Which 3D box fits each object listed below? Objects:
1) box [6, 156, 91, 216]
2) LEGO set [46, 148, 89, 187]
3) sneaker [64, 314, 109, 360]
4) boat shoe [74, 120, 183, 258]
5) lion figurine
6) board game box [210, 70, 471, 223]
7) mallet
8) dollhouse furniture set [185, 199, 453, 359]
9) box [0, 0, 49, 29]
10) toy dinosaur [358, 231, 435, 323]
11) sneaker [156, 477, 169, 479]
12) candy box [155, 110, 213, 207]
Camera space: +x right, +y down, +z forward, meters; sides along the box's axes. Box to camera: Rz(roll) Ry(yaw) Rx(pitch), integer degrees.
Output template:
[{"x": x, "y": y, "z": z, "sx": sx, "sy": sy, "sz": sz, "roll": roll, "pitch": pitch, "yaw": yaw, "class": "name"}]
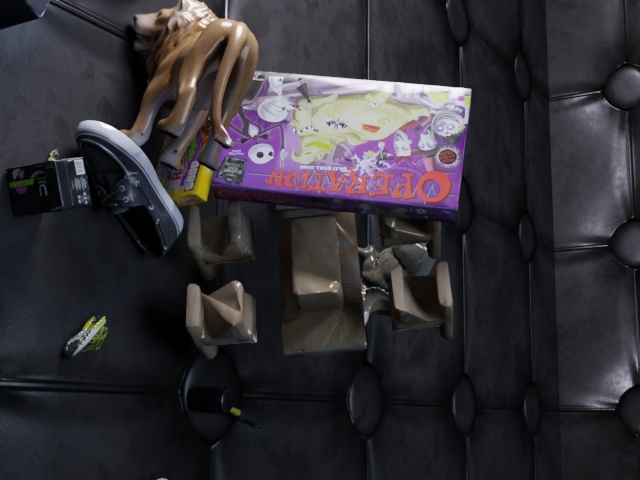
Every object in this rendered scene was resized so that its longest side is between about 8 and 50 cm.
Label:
[{"x": -0.331, "y": -0.065, "z": 1.160, "sx": 0.052, "sy": 0.083, "sz": 0.062, "roll": -17, "pitch": 100, "yaw": -60, "class": "box"}, {"x": -0.323, "y": -0.081, "z": 1.235, "sx": 0.083, "sy": 0.023, "sz": 0.054, "roll": 39, "pitch": 53, "yaw": -50, "class": "LEGO set"}, {"x": -0.298, "y": 0.131, "z": 1.233, "sx": 0.083, "sy": 0.031, "sz": 0.035, "roll": -54, "pitch": 130, "yaw": -48, "class": "sneaker"}, {"x": -0.264, "y": -0.060, "z": 1.288, "sx": 0.229, "sy": 0.080, "sz": 0.076, "roll": 63, "pitch": 35, "yaw": -44, "class": "boat shoe"}, {"x": -0.155, "y": -0.222, "z": 1.257, "sx": 0.142, "sy": 0.392, "sz": 0.240, "roll": 30, "pitch": 82, "yaw": -31, "class": "lion figurine"}, {"x": 0.033, "y": -0.139, "z": 1.361, "sx": 0.056, "sy": 0.346, "sz": 0.208, "roll": 78, "pitch": 20, "yaw": -65, "class": "board game box"}, {"x": -0.142, "y": 0.265, "z": 1.478, "sx": 0.190, "sy": 0.062, "sz": 0.039, "roll": 54, "pitch": 41, "yaw": -62, "class": "mallet"}, {"x": 0.000, "y": 0.000, "z": 1.465, "sx": 0.256, "sy": 0.361, "sz": 0.394, "roll": 76, "pitch": 9, "yaw": -62, "class": "dollhouse furniture set"}, {"x": -0.378, "y": -0.362, "z": 1.123, "sx": 0.158, "sy": 0.093, "sz": 0.156, "roll": 53, "pitch": 42, "yaw": -39, "class": "box"}, {"x": 0.152, "y": 0.039, "z": 1.837, "sx": 0.160, "sy": 0.313, "sz": 0.121, "roll": 53, "pitch": 10, "yaw": 22, "class": "toy dinosaur"}, {"x": -0.192, "y": 0.385, "z": 1.340, "sx": 0.084, "sy": 0.058, "sz": 0.152, "roll": -34, "pitch": 118, "yaw": -50, "class": "sneaker"}, {"x": -0.189, "y": -0.142, "z": 1.391, "sx": 0.027, "sy": 0.105, "sz": 0.206, "roll": 36, "pitch": 54, "yaw": -42, "class": "candy box"}]
